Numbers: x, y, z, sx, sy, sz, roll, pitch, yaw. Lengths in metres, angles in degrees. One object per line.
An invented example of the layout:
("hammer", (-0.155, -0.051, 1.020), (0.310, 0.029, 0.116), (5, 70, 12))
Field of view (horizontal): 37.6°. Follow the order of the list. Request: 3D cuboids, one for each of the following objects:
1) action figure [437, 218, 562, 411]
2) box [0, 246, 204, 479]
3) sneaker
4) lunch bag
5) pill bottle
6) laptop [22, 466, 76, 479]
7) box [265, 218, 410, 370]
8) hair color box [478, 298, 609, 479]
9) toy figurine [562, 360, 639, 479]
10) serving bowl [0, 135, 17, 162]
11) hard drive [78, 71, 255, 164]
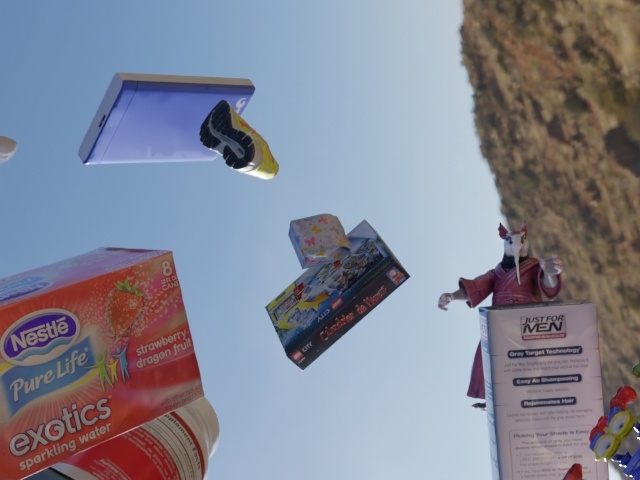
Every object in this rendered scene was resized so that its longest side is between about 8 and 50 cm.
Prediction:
("action figure", (0.388, 0.142, 1.791), (0.276, 0.248, 0.370), (21, -109, -49))
("box", (-0.273, 0.115, 0.839), (0.300, 0.142, 0.154), (-19, -78, -40))
("sneaker", (-0.137, -0.164, 1.611), (0.094, 0.081, 0.208), (26, -160, -41))
("lunch bag", (0.000, 0.000, 1.463), (0.053, 0.083, 0.071), (98, 152, -55))
("pill bottle", (-0.321, 0.385, 1.511), (0.229, 0.229, 0.408), (69, -157, -9))
("laptop", (-0.443, 0.281, 1.127), (0.136, 0.264, 0.234), (-59, -34, -18))
("box", (0.023, 0.086, 1.550), (0.044, 0.233, 0.159), (45, -173, -31))
("hair color box", (0.358, 0.274, 1.508), (0.105, 0.174, 0.347), (-5, -89, -88))
("toy figurine", (0.460, 0.265, 1.168), (0.217, 0.362, 0.191), (34, -177, 16))
("serving bowl", (-0.389, -0.102, 1.069), (0.083, 0.083, 0.027), (24, -112, -69))
("hard drive", (-0.301, -0.239, 1.872), (0.319, 0.210, 0.040), (-7, -127, -45))
